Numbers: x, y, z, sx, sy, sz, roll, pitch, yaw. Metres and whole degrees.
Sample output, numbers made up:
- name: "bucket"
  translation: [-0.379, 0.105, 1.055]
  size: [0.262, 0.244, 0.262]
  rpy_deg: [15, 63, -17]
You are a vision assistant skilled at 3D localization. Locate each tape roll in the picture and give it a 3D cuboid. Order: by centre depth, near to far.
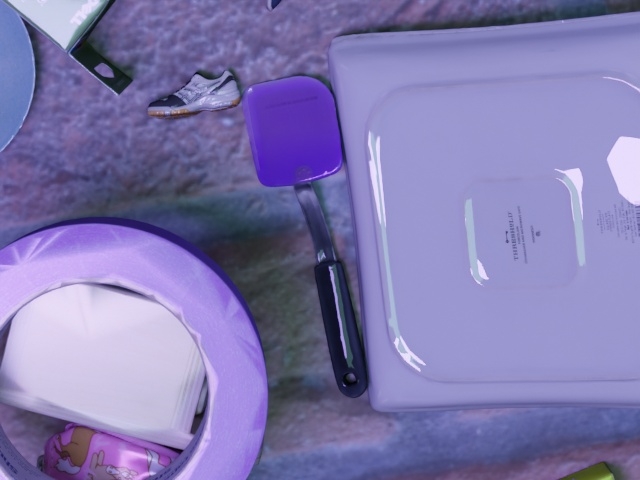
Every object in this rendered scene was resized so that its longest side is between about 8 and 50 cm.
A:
- name: "tape roll"
  translation: [-0.180, 0.120, 1.522]
  size: [0.275, 0.090, 0.275]
  rpy_deg: [0, 95, -3]

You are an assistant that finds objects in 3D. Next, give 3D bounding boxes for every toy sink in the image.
- name: "toy sink"
  translation: [-0.148, 0.091, 1.645]
  size: [0.234, 0.153, 0.131]
  rpy_deg: [15, 99, -3]

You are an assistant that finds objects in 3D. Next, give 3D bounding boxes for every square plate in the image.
- name: "square plate"
  translation: [0.178, -0.014, 1.621]
  size: [0.344, 0.049, 0.347]
  rpy_deg: [-2, 102, 23]

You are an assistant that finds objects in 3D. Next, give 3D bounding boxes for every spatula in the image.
- name: "spatula"
  translation: [0.000, 0.000, 1.691]
  size: [0.084, 0.030, 0.296]
  rpy_deg: [-11, 102, 14]

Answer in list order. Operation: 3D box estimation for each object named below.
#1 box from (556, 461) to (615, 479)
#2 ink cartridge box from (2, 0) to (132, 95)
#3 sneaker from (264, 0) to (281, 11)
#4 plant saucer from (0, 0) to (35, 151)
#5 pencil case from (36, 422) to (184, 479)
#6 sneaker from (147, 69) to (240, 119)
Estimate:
- name: "box"
  translation: [0.202, 0.288, 1.742]
  size: [0.178, 0.042, 0.109]
  rpy_deg: [-22, 99, 2]
- name: "ink cartridge box"
  translation: [-0.230, -0.217, 1.611]
  size: [0.209, 0.109, 0.062]
  rpy_deg: [39, 98, -7]
- name: "sneaker"
  translation: [-0.107, -0.257, 1.627]
  size: [0.192, 0.064, 0.086]
  rpy_deg: [18, 94, -7]
- name: "plant saucer"
  translation: [-0.345, -0.151, 1.657]
  size: [0.195, 0.037, 0.195]
  rpy_deg: [0, 101, -1]
- name: "pencil case"
  translation: [-0.211, 0.354, 1.632]
  size: [0.160, 0.167, 0.386]
  rpy_deg: [26, 77, -36]
- name: "sneaker"
  translation: [-0.114, -0.130, 1.672]
  size: [0.083, 0.032, 0.037]
  rpy_deg: [-11, 86, -4]
